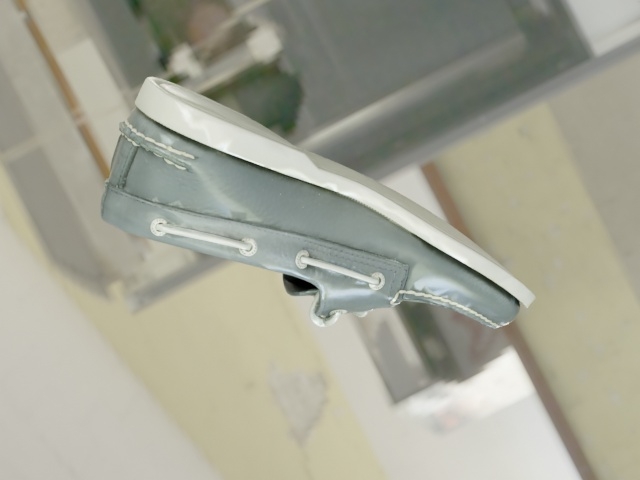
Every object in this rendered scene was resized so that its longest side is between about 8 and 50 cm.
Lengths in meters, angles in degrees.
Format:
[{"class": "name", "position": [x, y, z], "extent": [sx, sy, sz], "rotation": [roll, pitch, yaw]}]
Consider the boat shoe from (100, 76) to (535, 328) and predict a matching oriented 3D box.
[{"class": "boat shoe", "position": [0.000, 0.000, 1.156], "extent": [0.319, 0.099, 0.116], "rotation": [26, -173, -30]}]
